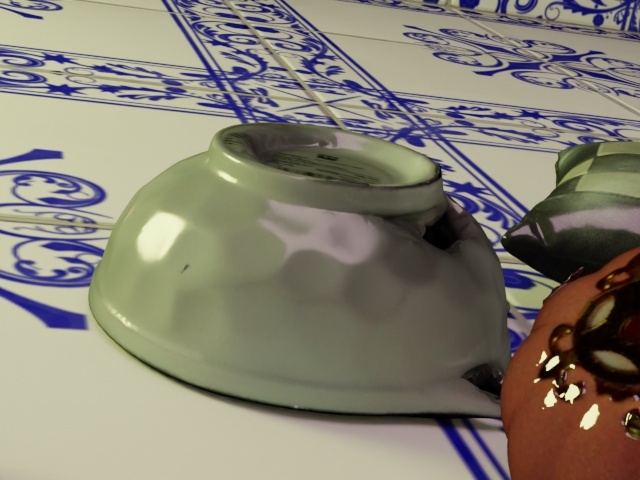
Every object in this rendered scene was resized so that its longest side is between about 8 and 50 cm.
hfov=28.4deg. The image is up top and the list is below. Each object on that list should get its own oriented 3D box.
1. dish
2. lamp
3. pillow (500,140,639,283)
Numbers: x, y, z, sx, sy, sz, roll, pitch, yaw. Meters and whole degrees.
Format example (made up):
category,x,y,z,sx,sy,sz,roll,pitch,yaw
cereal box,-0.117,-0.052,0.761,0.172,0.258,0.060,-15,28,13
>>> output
category,x,y,z,sx,sy,sz,roll,pitch,yaw
dish,0.000,0.000,0.801,0.303,0.120,0.303,8,18,-3
lamp,0.177,0.085,0.599,0.182,0.140,0.182,-21,40,18
pillow,0.253,-0.011,0.989,0.186,0.106,0.250,15,23,17
